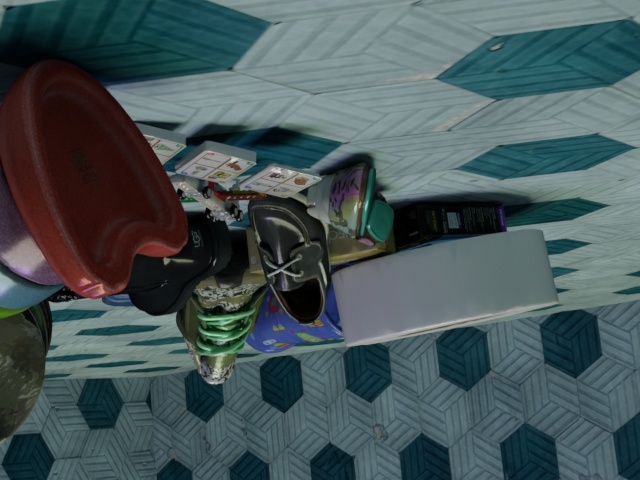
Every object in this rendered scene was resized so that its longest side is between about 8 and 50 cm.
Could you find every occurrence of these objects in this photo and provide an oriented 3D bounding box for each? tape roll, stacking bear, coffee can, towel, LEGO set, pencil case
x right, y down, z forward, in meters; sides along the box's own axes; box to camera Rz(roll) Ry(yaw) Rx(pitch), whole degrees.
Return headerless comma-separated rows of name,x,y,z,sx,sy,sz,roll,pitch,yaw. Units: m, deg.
tape roll,0.160,0.064,1.551,0.286,0.100,0.286,-12,174,-1
stacking bear,-0.272,0.000,0.861,0.289,0.164,0.175,-24,-173,20
coffee can,-0.403,0.115,1.318,0.202,0.201,0.275,-4,-175,-11
towel,-0.313,0.086,1.906,0.067,0.029,0.119,-2,170,-17
LEGO set,-0.130,-0.067,1.138,0.182,0.060,0.244,12,162,-24
pencil case,-0.022,0.120,2.001,0.133,0.119,0.306,26,157,-23

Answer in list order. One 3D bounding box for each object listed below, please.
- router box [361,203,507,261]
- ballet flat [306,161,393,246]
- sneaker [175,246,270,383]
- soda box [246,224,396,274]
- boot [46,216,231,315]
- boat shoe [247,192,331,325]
router box,0.138,-0.010,1.557,0.133,0.046,0.179,-2,170,-28
ballet flat,0.029,-0.038,1.285,0.079,0.076,0.221,12,174,11
sneaker,-0.134,0.110,1.697,0.158,0.182,0.410,-4,170,-8
soda box,0.000,0.000,1.486,0.181,0.061,0.058,-11,168,27
boot,-0.248,0.035,1.437,0.207,0.094,0.246,-4,164,-32
boat shoe,-0.032,0.017,1.369,0.084,0.079,0.233,1,149,13
